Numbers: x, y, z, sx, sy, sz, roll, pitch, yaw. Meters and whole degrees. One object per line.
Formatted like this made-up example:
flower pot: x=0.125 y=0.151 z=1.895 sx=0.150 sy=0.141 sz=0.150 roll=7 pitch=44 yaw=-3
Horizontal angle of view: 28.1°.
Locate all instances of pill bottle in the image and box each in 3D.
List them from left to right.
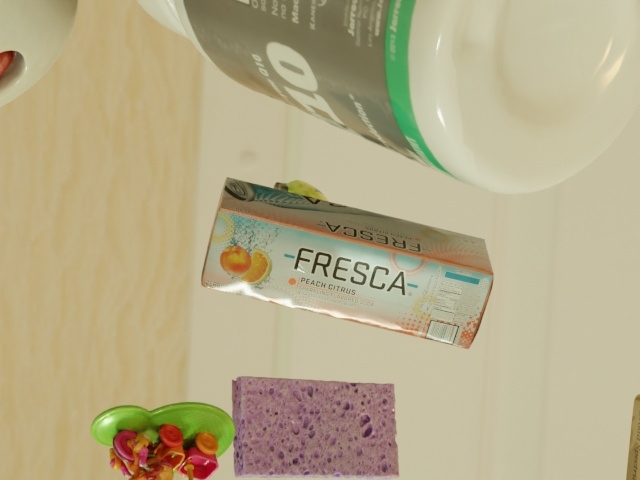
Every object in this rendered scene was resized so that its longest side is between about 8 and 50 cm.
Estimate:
pill bottle: x=0.028 y=-0.177 z=0.838 sx=0.204 sy=0.204 sz=0.361 roll=0 pitch=-160 yaw=-40

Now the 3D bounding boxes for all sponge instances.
sponge: x=-0.005 y=0.226 z=1.534 sx=0.210 sy=0.117 sz=0.031 roll=6 pitch=164 yaw=-27

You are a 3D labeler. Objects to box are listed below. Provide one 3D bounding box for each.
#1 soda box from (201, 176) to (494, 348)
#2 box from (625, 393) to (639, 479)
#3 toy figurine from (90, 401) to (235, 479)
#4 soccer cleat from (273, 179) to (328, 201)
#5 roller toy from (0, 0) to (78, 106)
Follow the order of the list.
soda box: x=0.018 y=0.014 z=0.837 sx=0.183 sy=0.058 sz=0.063 roll=14 pitch=-158 yaw=-5
box: x=0.328 y=0.189 z=0.826 sx=0.121 sy=0.148 sz=0.311 roll=6 pitch=177 yaw=-16
toy figurine: x=-0.161 y=0.271 z=1.388 sx=0.173 sy=0.130 sz=0.159 roll=21 pitch=-145 yaw=-34
soccer cleat: x=0.000 y=-0.001 z=1.316 sx=0.121 sy=0.093 sz=0.289 roll=13 pitch=173 yaw=-5
roller toy: x=-0.301 y=-0.205 z=1.009 sx=0.209 sy=0.191 sz=0.146 roll=18 pitch=164 yaw=24
